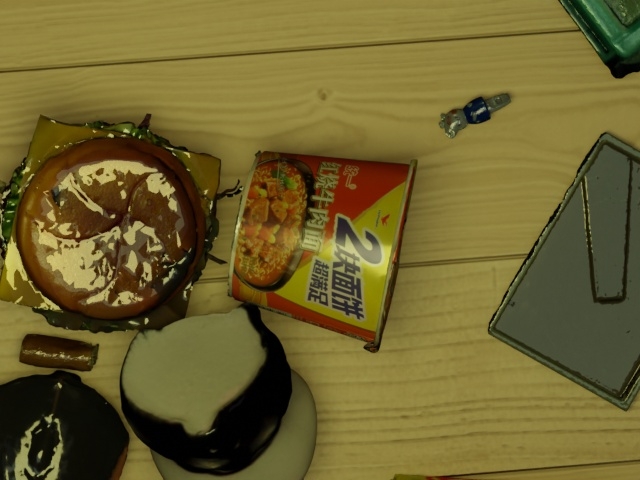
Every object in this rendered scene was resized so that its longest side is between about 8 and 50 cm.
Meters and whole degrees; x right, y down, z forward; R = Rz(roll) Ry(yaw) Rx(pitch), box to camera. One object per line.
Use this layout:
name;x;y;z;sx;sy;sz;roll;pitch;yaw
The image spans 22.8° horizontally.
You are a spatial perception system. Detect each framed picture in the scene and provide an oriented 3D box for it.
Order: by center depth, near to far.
framed picture;0.332;0.035;1.787;0.192;0.018;0.265;30;96;-6

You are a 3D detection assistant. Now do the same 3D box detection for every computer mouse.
computer mouse;-0.321;0.303;1.742;0.183;0.116;0.323;13;96;-9

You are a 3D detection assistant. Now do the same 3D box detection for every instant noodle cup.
instant noodle cup;0.000;0.000;1.681;0.174;0.213;0.213;11;97;4

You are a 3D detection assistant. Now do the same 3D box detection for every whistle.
whistle;0.171;-0.140;1.749;0.083;0.029;0.033;-24;66;5

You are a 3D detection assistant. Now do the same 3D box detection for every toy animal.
toy animal;-0.102;0.193;1.690;0.187;0.235;0.165;-13;53;9

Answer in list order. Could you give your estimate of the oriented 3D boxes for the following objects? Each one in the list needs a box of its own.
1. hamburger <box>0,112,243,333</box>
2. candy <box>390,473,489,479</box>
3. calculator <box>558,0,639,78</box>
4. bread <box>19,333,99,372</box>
hamburger;-0.220;-0.019;1.689;0.262;0.138;0.243;17;99;-9
candy;0.209;0.349;1.774;0.276;0.088;0.146;5;99;4
calculator;0.361;-0.351;1.719;0.274;0.058;0.248;-38;98;1
bread;-0.289;0.126;1.752;0.083;0.047;0.036;8;99;-3
